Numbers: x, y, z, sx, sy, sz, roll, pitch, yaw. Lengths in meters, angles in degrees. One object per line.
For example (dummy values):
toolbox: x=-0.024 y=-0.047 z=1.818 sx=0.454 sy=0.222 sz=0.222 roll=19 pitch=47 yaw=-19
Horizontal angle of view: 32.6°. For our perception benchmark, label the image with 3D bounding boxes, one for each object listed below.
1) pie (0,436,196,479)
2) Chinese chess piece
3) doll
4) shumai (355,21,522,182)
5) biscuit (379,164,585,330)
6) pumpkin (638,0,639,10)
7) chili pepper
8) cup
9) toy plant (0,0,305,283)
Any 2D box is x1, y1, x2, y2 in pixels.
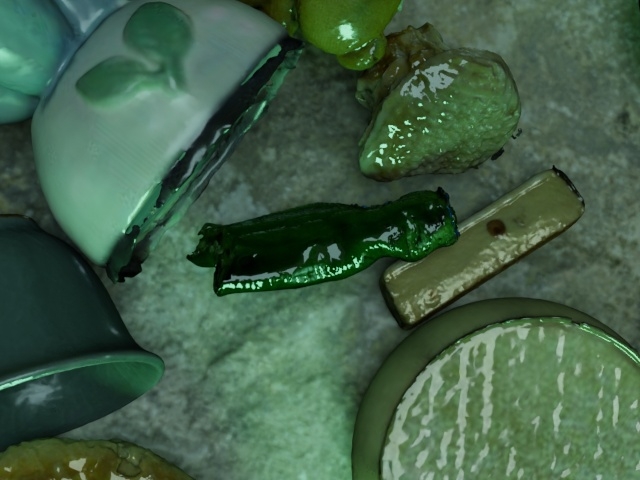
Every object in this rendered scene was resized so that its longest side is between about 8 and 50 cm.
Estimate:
pie: x=-0.198 y=0.318 z=0.864 sx=0.340 sy=0.083 sz=0.339 roll=0 pitch=86 yaw=-6
Chinese chess piece: x=0.160 y=0.181 z=0.900 sx=0.270 sy=0.112 sz=0.270 roll=0 pitch=89 yaw=-7
doll: x=-0.027 y=-0.217 z=0.887 sx=0.210 sy=0.097 sz=0.137 roll=18 pitch=109 yaw=19
shumai: x=0.087 y=-0.121 z=0.912 sx=0.146 sy=0.145 sz=0.116 roll=-22 pitch=50 yaw=-8
biscuit: x=0.136 y=0.005 z=0.934 sx=0.188 sy=0.052 sz=0.056 roll=-32 pitch=80 yaw=-9
pumpkin: x=0.364 y=-0.204 z=0.930 sx=0.202 sy=0.140 sz=0.202 roll=-3 pitch=98 yaw=-20
chili pepper: x=0.000 y=0.002 z=0.898 sx=0.224 sy=0.098 sz=0.061 roll=-14 pitch=119 yaw=0
cup: x=-0.235 y=0.062 z=0.830 sx=0.199 sy=0.199 sz=0.150 roll=-19 pitch=73 yaw=-8
toy plant: x=-0.205 y=-0.154 z=0.804 sx=0.332 sy=0.247 sz=0.247 roll=38 pitch=83 yaw=-5
